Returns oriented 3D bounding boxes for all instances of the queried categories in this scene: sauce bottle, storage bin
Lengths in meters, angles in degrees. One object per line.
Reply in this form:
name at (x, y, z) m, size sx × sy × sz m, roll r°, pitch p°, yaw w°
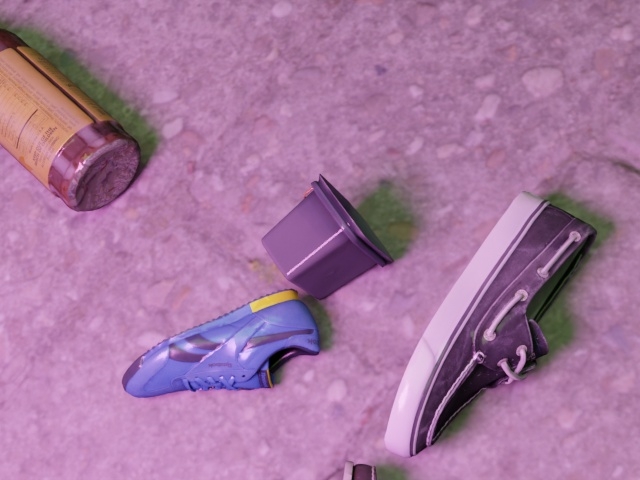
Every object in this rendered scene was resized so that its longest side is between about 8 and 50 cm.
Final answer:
sauce bottle at (-0.352, -0.171, 1.281) m, size 0.111 × 0.111 × 0.344 m, roll -45°, pitch 67°, yaw -8°
storage bin at (0.000, 0.000, 1.140) m, size 0.091 × 0.135 × 0.098 m, roll -37°, pitch 67°, yaw 5°

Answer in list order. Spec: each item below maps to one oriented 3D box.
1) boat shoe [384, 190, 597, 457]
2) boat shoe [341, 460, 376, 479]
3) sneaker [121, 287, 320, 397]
boat shoe at (0.171, 0.092, 1.086) m, size 0.102 × 0.108 × 0.301 m, roll 28°, pitch 69°, yaw 21°
boat shoe at (0.056, 0.318, 1.030) m, size 0.069 × 0.081 × 0.227 m, roll -5°, pitch 75°, yaw 6°
sneaker at (-0.101, 0.126, 1.138) m, size 0.209 × 0.069 × 0.082 m, roll -24°, pitch 70°, yaw 1°
